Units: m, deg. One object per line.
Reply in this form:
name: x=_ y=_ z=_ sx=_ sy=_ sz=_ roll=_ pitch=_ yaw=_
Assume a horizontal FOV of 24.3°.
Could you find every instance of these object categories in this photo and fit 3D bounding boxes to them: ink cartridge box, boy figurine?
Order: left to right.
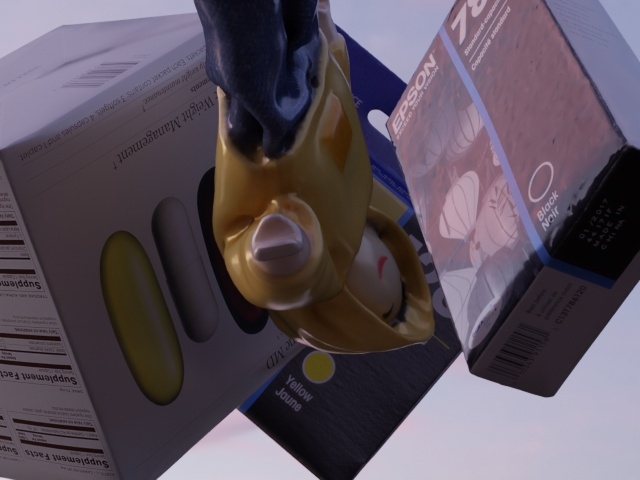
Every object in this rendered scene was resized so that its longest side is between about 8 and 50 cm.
boy figurine: x=-0.007 y=-0.038 z=0.695 sx=0.092 sy=0.177 sz=0.285 roll=-5 pitch=-49 yaw=11
ink cartridge box: x=0.000 y=0.000 z=1.246 sx=0.307 sy=0.303 sz=0.072 roll=-50 pitch=-1 yaw=-1
ink cartridge box: x=0.117 y=-0.074 z=0.913 sx=0.065 sy=0.333 sz=0.165 roll=18 pitch=-60 yaw=-20

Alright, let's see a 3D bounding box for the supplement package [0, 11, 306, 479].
supplement package: x=-0.127 y=0.002 z=0.834 sx=0.149 sy=0.203 sz=0.194 roll=2 pitch=29 yaw=38
